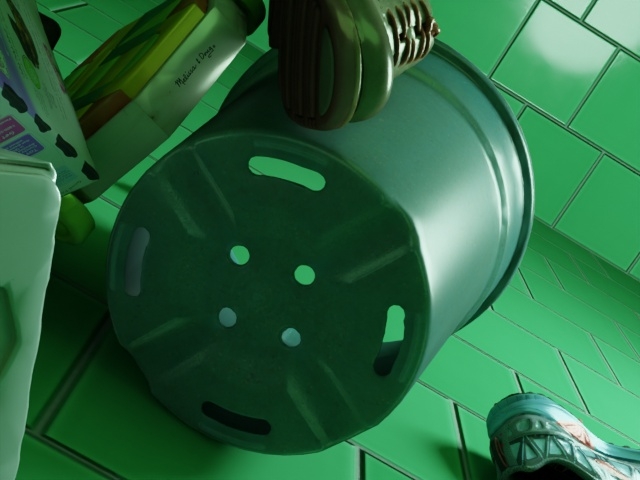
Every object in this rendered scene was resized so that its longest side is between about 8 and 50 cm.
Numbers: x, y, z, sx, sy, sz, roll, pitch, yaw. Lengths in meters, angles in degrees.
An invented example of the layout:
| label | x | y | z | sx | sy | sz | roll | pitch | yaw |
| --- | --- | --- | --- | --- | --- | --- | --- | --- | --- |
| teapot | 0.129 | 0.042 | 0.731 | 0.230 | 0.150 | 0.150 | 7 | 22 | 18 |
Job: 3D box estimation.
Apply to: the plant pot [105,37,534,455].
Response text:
| label | x | y | z | sx | sy | sz | roll | pitch | yaw |
| --- | --- | --- | --- | --- | --- | --- | --- | --- | --- |
| plant pot | 0.000 | 0.000 | 0.932 | 0.341 | 0.341 | 0.334 | 33 | 23 | 4 |

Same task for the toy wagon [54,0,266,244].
| label | x | y | z | sx | sy | sz | roll | pitch | yaw |
| --- | --- | --- | --- | --- | --- | --- | --- | --- | --- |
| toy wagon | -0.197 | -0.104 | 0.940 | 0.068 | 0.267 | 0.344 | 47 | -30 | -23 |

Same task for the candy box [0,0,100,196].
| label | x | y | z | sx | sy | sz | roll | pitch | yaw |
| --- | --- | --- | --- | --- | --- | --- | --- | --- | --- |
| candy box | -0.229 | -0.126 | 0.683 | 0.196 | 0.070 | 0.165 | 58 | 7 | -69 |

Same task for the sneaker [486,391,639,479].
| label | x | y | z | sx | sy | sz | roll | pitch | yaw |
| --- | --- | --- | --- | --- | --- | --- | --- | --- | --- |
| sneaker | 0.277 | 0.265 | 1.085 | 0.261 | 0.104 | 0.125 | 27 | 32 | -4 |

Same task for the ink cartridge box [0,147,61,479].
| label | x | y | z | sx | sy | sz | roll | pitch | yaw |
| --- | --- | --- | --- | --- | --- | --- | --- | --- | --- |
| ink cartridge box | -0.225 | 0.019 | 0.499 | 0.212 | 0.154 | 0.093 | 16 | 9 | 38 |

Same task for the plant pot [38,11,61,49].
| label | x | y | z | sx | sy | sz | roll | pitch | yaw |
| --- | --- | --- | --- | --- | --- | --- | --- | --- | --- |
| plant pot | -0.339 | -0.108 | 0.845 | 0.187 | 0.188 | 0.167 | 27 | 28 | -19 |

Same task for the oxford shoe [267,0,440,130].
| label | x | y | z | sx | sy | sz | roll | pitch | yaw |
| --- | --- | --- | --- | --- | --- | --- | --- | --- | --- |
| oxford shoe | 0.032 | -0.170 | 0.808 | 0.130 | 0.123 | 0.348 | 3 | 26 | -7 |
